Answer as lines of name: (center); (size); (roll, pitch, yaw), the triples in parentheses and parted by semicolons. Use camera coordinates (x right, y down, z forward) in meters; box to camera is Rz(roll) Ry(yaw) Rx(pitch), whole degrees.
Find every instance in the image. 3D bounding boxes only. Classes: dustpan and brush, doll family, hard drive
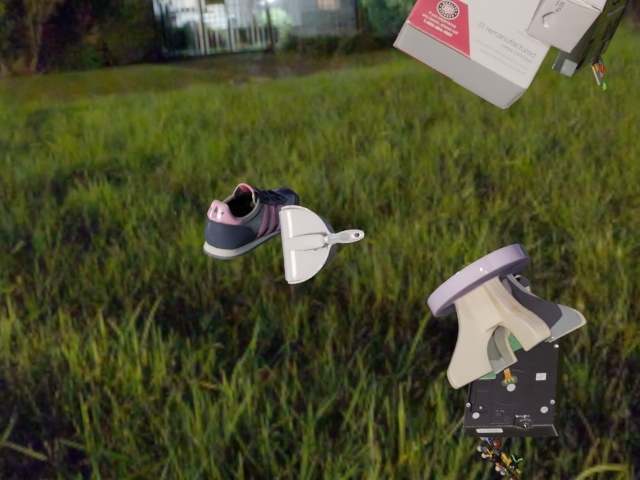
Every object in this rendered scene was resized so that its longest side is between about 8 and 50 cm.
dustpan and brush: (0.000, 0.000, 1.475); (0.211, 0.147, 0.060); (-7, -3, 32)
doll family: (0.495, 0.595, 2.231); (0.076, 0.193, 0.111); (-48, 9, -2)
hard drive: (0.517, 0.363, 2.138); (0.237, 0.064, 0.339); (-9, 42, 27)

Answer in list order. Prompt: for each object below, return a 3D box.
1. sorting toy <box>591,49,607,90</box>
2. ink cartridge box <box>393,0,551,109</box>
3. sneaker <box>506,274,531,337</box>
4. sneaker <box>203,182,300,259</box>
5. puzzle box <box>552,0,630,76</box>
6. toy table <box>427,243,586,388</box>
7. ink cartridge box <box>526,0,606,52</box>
sorting toy: (0.638, -0.383, 1.837); (0.012, 0.083, 0.062); (-2, 47, 39)
ink cartridge box: (0.369, -0.513, 1.655); (0.279, 0.384, 0.160); (29, -7, 1)
sneaker: (0.367, 0.182, 1.689); (0.079, 0.121, 0.217); (35, 72, 20)
sneaker: (-0.136, -0.074, 1.760); (0.112, 0.131, 0.319); (19, 31, 20)
puzzle box: (0.683, -0.557, 1.938); (0.052, 0.272, 0.409); (29, 32, 18)
toy table: (0.299, 0.126, 1.360); (0.252, 0.160, 0.274); (-27, -16, 0)
ink cartridge box: (0.440, -0.449, 1.349); (0.092, 0.217, 0.158); (26, -12, 4)
